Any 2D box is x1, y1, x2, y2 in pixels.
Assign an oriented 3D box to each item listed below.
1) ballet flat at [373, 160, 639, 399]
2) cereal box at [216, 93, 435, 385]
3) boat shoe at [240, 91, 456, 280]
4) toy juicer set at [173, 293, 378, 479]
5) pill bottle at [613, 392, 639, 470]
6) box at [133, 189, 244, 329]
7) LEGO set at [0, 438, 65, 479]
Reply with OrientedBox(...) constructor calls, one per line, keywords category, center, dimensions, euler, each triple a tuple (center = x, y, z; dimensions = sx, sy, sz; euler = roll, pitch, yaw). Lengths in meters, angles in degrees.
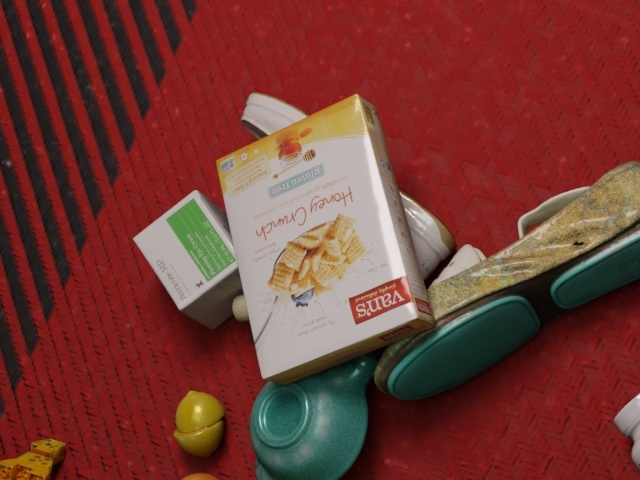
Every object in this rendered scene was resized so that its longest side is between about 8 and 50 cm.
OrientedBox(category="ballet flat", center=(0.196, 0.033, 1.426), dimensions=(0.348, 0.123, 0.123), euler=(-30, 67, 4))
OrientedBox(category="cereal box", center=(0.000, 0.000, 1.416), dimensions=(0.173, 0.047, 0.240), euler=(-24, 65, 22))
OrientedBox(category="boat shoe", center=(0.007, -0.048, 1.509), dimensions=(0.277, 0.098, 0.096), euler=(39, 86, 22))
OrientedBox(category="toy juicer set", center=(-0.042, 0.173, 1.472), dimensions=(0.209, 0.089, 0.329), euler=(13, 80, 38))
OrientedBox(category="pill bottle", center=(0.341, 0.203, 1.337), dimensions=(0.086, 0.086, 0.152), euler=(-39, 67, 2))
OrientedBox(category="box", center=(-0.120, 0.021, 1.523), dimensions=(0.087, 0.102, 0.101), euler=(-38, 68, 5))
OrientedBox(category="LEGO set", center=(-0.320, 0.245, 1.529), dimensions=(0.227, 0.093, 0.087), euler=(15, 105, 18))
